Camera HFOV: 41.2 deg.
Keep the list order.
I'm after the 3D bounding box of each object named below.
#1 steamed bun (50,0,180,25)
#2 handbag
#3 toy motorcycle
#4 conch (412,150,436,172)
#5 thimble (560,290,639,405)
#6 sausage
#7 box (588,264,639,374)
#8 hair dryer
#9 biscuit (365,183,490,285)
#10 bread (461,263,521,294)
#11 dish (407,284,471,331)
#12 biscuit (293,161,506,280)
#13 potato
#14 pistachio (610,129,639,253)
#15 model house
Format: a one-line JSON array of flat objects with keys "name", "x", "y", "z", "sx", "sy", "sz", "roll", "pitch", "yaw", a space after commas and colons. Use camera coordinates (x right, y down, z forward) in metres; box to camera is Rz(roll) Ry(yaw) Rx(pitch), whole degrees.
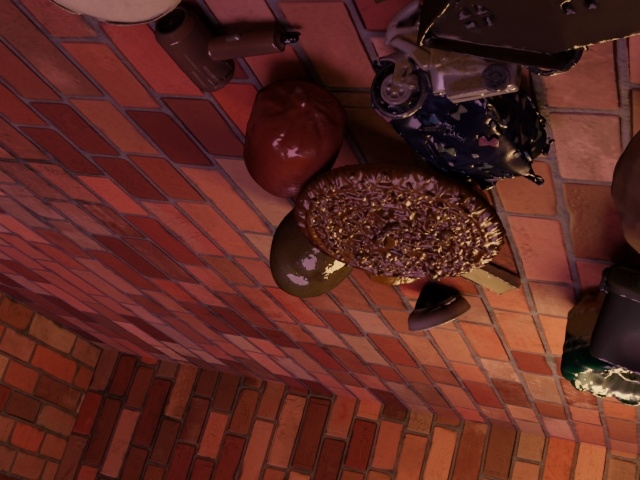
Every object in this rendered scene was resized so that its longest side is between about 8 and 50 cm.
[{"name": "steamed bun", "x": -0.207, "y": -0.322, "z": 0.859, "sx": 0.177, "sy": 0.130, "sz": 0.228, "roll": 12, "pitch": 161, "yaw": -19}, {"name": "handbag", "x": 0.176, "y": -0.152, "z": 1.046, "sx": 0.162, "sy": 0.113, "sz": 0.260, "roll": -5, "pitch": 153, "yaw": 38}, {"name": "toy motorcycle", "x": 0.152, "y": -0.215, "z": 0.885, "sx": 0.229, "sy": 0.151, "sz": 0.074, "roll": -14, "pitch": 174, "yaw": 22}, {"name": "conch", "x": 0.177, "y": -0.113, "z": 1.232, "sx": 0.085, "sy": 0.056, "sz": 0.076, "roll": -1, "pitch": 167, "yaw": 40}, {"name": "thimble", "x": 0.600, "y": 0.207, "z": 1.587, "sx": 0.288, "sy": 0.167, "sz": 0.254, "roll": 7, "pitch": 159, "yaw": 26}, {"name": "sausage", "x": -0.041, "y": -0.140, "z": 1.200, "sx": 0.148, "sy": 0.148, "sz": 0.254, "roll": 19, "pitch": 159, "yaw": -6}, {"name": "box", "x": 0.558, "y": 0.148, "z": 1.383, "sx": 0.244, "sy": 0.134, "sz": 0.163, "roll": 20, "pitch": -163, "yaw": 15}, {"name": "hair dryer", "x": -0.111, "y": -0.253, "z": 1.086, "sx": 0.182, "sy": 0.064, "sz": 0.117, "roll": -3, "pitch": 152, "yaw": 25}, {"name": "biscuit", "x": 0.170, "y": 0.009, "z": 1.419, "sx": 0.213, "sy": 0.091, "sz": 0.274, "roll": -21, "pitch": 165, "yaw": -5}, {"name": "bread", "x": 0.306, "y": 0.061, "z": 1.626, "sx": 0.154, "sy": 0.028, "sz": 0.068, "roll": 24, "pitch": 158, "yaw": -18}, {"name": "dish", "x": 0.239, "y": 0.130, "z": 1.798, "sx": 0.141, "sy": 0.078, "sz": 0.141, "roll": -22, "pitch": -176, "yaw": 2}, {"name": "biscuit", "x": 0.109, "y": -0.015, "z": 1.204, "sx": 0.306, "sy": 0.038, "sz": 0.305, "roll": 10, "pitch": 153, "yaw": 5}, {"name": "potato", "x": 0.000, "y": 0.000, "z": 1.506, "sx": 0.159, "sy": 0.174, "sz": 0.251, "roll": 26, "pitch": 144, "yaw": -8}, {"name": "pistachio", "x": 0.482, "y": -0.047, "z": 0.989, "sx": 0.332, "sy": 0.207, "sz": 0.226, "roll": 19, "pitch": 117, "yaw": -28}, {"name": "model house", "x": 0.151, "y": -0.235, "z": 0.692, "sx": 0.244, "sy": 0.211, "sz": 0.204, "roll": -7, "pitch": 149, "yaw": 36}]
